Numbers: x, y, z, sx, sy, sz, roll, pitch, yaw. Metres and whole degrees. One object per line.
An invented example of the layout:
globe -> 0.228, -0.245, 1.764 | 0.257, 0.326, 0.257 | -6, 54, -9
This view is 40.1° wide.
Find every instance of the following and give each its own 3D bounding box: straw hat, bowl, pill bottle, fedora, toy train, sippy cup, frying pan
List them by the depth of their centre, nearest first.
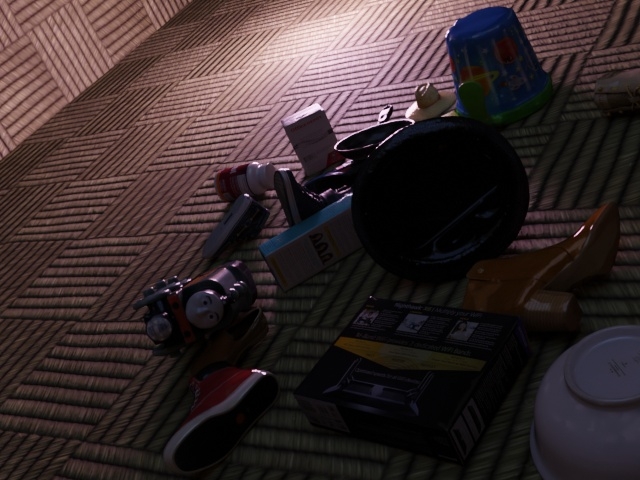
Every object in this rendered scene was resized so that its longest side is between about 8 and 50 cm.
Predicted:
bowl -> 0.406, 0.206, 1.153 | 0.298, 0.134, 0.298 | -20, 30, 12
fedora -> 0.231, -0.075, 1.687 | 0.334, 0.334, 0.152 | -20, -4, 11
toy train -> -0.236, 0.124, 1.717 | 0.190, 0.142, 0.334 | -22, 2, 6
sippy cup -> 0.405, -0.418, 2.067 | 0.240, 0.224, 0.305 | -24, 29, 3
frying pan -> 0.120, -0.253, 2.112 | 0.197, 0.053, 0.326 | -20, 17, -2
pill bottle -> -0.190, -0.153, 2.256 | 0.152, 0.086, 0.086 | -10, 33, 26
straw hat -> 0.274, -0.372, 2.262 | 0.145, 0.061, 0.144 | -20, 29, 12

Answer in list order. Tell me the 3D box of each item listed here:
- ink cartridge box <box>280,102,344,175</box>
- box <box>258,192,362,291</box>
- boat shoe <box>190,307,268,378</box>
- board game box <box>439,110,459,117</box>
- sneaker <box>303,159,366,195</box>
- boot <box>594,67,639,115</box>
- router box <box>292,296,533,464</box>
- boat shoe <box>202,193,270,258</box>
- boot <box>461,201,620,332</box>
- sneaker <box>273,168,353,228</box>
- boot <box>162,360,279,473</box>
ink cartridge box -> -0.019, -0.256, 2.217 | 0.109, 0.150, 0.063 | -26, 29, 0
box -> 0.000, 0.000, 1.842 | 0.244, 0.100, 0.060 | -30, 29, -7
boat shoe -> -0.180, 0.196, 1.681 | 0.068, 0.072, 0.190 | 30, 58, 26
board game box -> 0.254, -0.238, 2.080 | 0.181, 0.043, 0.092 | -25, 29, 3
sneaker -> 0.060, -0.143, 2.062 | 0.221, 0.083, 0.087 | -19, 20, -3
boot -> 0.657, -0.288, 1.785 | 0.204, 0.095, 0.262 | -4, 34, 34
router box -> 0.145, 0.211, 1.405 | 0.309, 0.081, 0.243 | 5, 42, 43
boat shoe -> -0.198, -0.016, 2.074 | 0.183, 0.083, 0.065 | -52, 27, 9
boot -> 0.368, 0.037, 1.486 | 0.211, 0.104, 0.295 | 4, 45, 42
sneaker -> -0.003, -0.096, 1.881 | 0.163, 0.226, 0.086 | -26, 48, -6
boot -> -0.211, 0.304, 1.541 | 0.176, 0.088, 0.244 | 6, 35, 45
